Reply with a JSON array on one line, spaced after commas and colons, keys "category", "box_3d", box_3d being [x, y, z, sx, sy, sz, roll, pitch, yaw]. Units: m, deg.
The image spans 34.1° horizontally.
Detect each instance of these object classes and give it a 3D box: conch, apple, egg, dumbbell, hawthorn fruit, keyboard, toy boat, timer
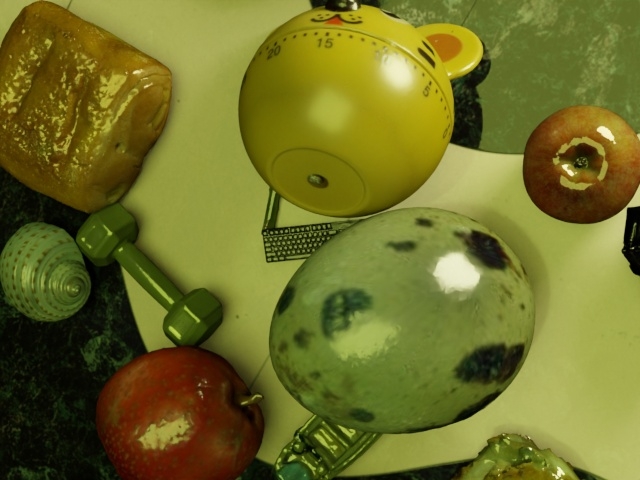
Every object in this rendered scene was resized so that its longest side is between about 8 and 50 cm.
[{"category": "conch", "box_3d": [-0.523, 0.069, 1.919, 0.200, 0.131, 0.172, -1, 121, 21]}, {"category": "apple", "box_3d": [0.407, -0.117, 1.622, 0.188, 0.174, 0.188, 0, 91, 15]}, {"category": "egg", "box_3d": [0.126, 0.125, 1.604, 0.345, 0.428, 0.345, 31, 126, 54]}, {"category": "dumbbell", "box_3d": [-0.307, 0.065, 1.876, 0.302, 0.108, 0.121, 45, 104, 10]}, {"category": "hawthorn fruit", "box_3d": [-0.228, 0.312, 1.787, 0.300, 0.275, 0.275, -24, 87, 16]}, {"category": "keyboard", "box_3d": [0.000, 0.000, 1.822, 0.205, 0.013, 0.061, -6, 99, 12]}, {"category": "toy boat", "box_3d": [0.041, 0.326, 1.809, 0.111, 0.084, 0.276, 45, 101, 12]}, {"category": "timer", "box_3d": [0.048, -0.237, 1.661, 0.376, 0.376, 0.386, 8, 53, 16]}]

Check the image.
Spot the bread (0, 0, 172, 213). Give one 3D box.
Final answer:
[{"category": "bread", "box_3d": [-0.462, -0.234, 1.882, 0.337, 0.148, 0.328, 33, 102, 12]}]

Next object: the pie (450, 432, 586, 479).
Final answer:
[{"category": "pie", "box_3d": [0.337, 0.501, 1.720, 0.288, 0.103, 0.354, -31, 87, 22]}]

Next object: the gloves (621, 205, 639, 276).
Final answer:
[{"category": "gloves", "box_3d": [0.548, 0.052, 1.617, 0.164, 0.124, 0.203, -1, 101, -4]}]

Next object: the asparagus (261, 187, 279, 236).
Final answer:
[{"category": "asparagus", "box_3d": [-0.075, -0.126, 1.840, 0.024, 0.025, 0.248, 15, 100, 39]}]
